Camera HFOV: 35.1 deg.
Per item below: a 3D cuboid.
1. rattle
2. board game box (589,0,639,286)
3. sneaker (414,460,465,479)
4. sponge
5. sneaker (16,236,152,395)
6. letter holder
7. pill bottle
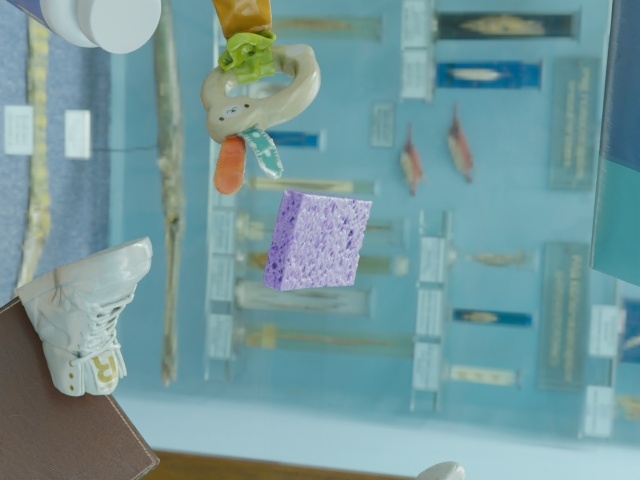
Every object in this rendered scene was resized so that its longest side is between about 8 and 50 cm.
[{"bbox_3d":[-0.073,-0.162,0.975,0.200,0.130,0.143,-66,167,-45],"label":"rattle"},{"bbox_3d":[0.267,-0.040,0.339,0.079,0.336,0.254,-47,145,-32],"label":"board game box"},{"bbox_3d":[0.156,0.456,1.557,0.126,0.240,0.091,47,-6,-13],"label":"sneaker"},{"bbox_3d":[0.000,0.000,1.252,0.210,0.031,0.117,1,104,-65],"label":"sponge"},{"bbox_3d":[-0.265,0.101,1.237,0.108,0.292,0.169,-20,89,-37],"label":"sneaker"},{"bbox_3d":[-0.409,0.257,1.415,0.214,0.302,0.152,-36,-178,-24],"label":"letter holder"},{"bbox_3d":[-0.281,-0.295,1.155,0.124,0.221,0.124,-29,136,-32],"label":"pill bottle"}]
